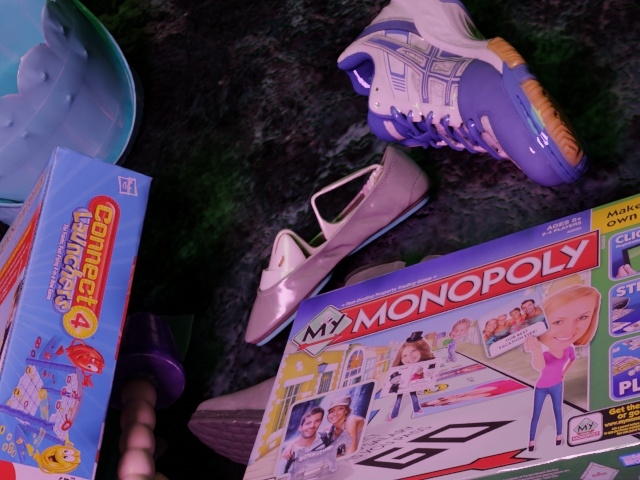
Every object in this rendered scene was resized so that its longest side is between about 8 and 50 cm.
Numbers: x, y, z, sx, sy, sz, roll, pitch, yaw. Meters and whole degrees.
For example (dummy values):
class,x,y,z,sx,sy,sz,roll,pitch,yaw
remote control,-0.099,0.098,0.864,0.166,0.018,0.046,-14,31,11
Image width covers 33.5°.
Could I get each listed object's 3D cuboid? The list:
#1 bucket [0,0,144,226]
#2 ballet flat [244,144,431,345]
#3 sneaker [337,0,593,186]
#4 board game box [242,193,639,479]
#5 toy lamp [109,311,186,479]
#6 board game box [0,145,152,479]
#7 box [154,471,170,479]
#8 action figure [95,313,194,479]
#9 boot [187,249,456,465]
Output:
class,x,y,z,sx,sy,sz,roll,pitch,yaw
bucket,-0.344,-0.156,1.186,0.281,0.183,0.281,-17,55,26
ballet flat,0.000,0.000,0.920,0.213,0.068,0.072,-41,10,3
sneaker,0.113,-0.110,0.892,0.131,0.112,0.296,-39,37,6
board game box,0.105,0.081,0.669,0.317,0.046,0.213,-20,32,28
toy lamp,-0.143,0.166,0.836,0.080,0.080,0.274,-29,39,17
board game box,-0.259,0.123,0.924,0.308,0.086,0.302,-39,38,53
box,-0.168,0.325,0.752,0.322,0.058,0.232,-35,38,-29
action figure,-0.184,0.181,0.947,0.137,0.063,0.232,-12,53,27
boot,0.017,0.097,0.865,0.246,0.083,0.161,-12,45,29
